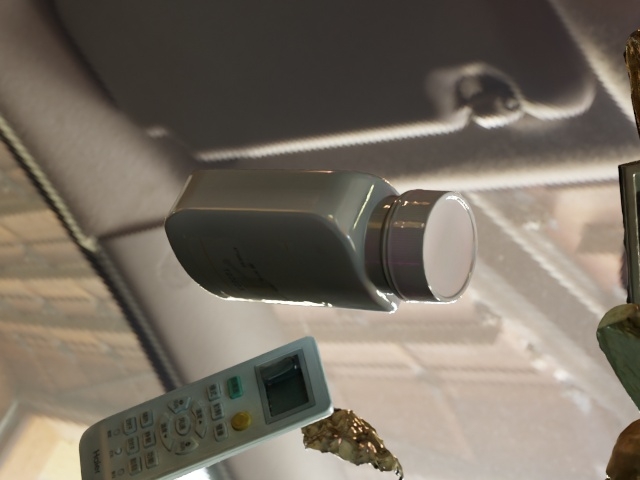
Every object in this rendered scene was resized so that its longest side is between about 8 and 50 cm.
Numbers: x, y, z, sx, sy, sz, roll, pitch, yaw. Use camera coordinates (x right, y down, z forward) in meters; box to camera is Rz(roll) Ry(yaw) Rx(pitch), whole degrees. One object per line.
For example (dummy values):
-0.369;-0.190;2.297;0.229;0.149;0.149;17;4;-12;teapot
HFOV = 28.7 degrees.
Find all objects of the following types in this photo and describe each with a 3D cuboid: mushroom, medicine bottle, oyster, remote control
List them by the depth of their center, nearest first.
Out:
0.000;0.000;1.231;0.296;0.111;0.161;3;-35;37;medicine bottle
0.397;0.198;1.287;0.087;0.107;0.333;-27;-60;39;mushroom
-0.125;0.200;1.335;0.293;0.103;0.051;-24;-43;10;remote control
0.045;0.271;1.702;0.133;0.072;0.209;16;-4;-8;oyster

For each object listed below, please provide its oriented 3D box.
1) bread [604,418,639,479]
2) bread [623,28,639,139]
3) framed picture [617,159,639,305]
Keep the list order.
0.268;0.188;0.811;0.134;0.244;0.244;22;-16;-20;bread
0.383;-0.143;1.179;0.143;0.149;0.158;-148;-142;-69;bread
0.493;0.009;1.639;0.019;0.209;0.281;-125;-158;-66;framed picture
